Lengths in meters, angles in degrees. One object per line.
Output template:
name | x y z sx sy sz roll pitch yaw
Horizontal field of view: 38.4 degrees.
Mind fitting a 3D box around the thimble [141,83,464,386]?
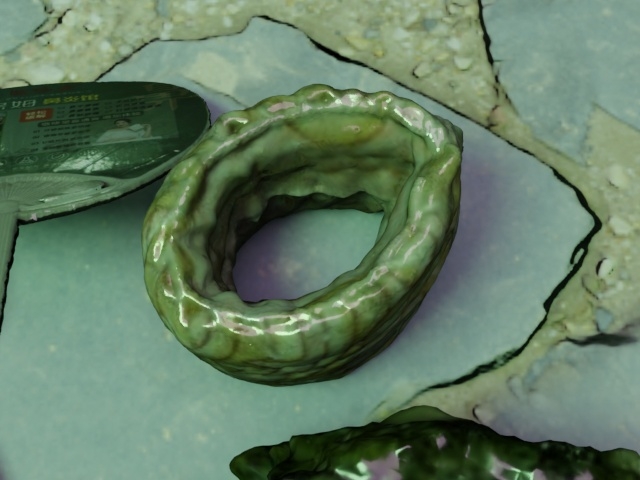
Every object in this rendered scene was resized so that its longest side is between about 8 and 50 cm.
thimble | 0.000 0.000 0.507 0.190 0.143 0.137 -26 73 -7

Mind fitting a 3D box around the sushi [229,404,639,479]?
sushi | 0.062 0.231 0.418 0.351 0.178 0.294 12 72 4

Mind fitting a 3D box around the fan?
fan | -0.191 -0.039 0.497 0.223 0.012 0.294 7 30 15
